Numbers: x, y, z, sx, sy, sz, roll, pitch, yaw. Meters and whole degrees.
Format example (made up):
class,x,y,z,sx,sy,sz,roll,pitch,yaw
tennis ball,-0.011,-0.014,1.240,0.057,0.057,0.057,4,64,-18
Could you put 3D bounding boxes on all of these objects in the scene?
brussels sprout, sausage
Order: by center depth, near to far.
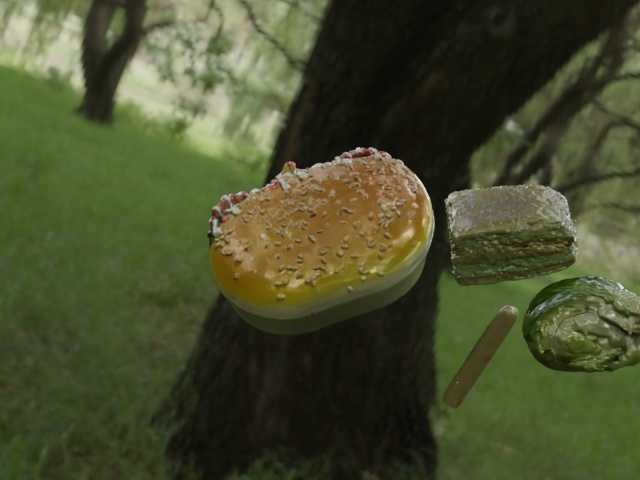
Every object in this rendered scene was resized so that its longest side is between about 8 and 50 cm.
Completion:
class,x,y,z,sx,sy,sz,roll,pitch,yaw
sausage,0.173,0.124,1.430,0.024,0.132,0.024,28,18,-10
brussels sprout,0.372,0.116,1.841,0.183,0.131,0.145,-5,2,13

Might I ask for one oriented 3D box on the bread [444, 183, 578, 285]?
class,x,y,z,sx,sy,sz,roll,pitch,yaw
bread,0.286,-0.014,1.990,0.196,0.102,0.138,-5,34,10

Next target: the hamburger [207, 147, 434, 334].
class,x,y,z,sx,sy,sz,roll,pitch,yaw
hamburger,0.000,0.000,1.717,0.295,0.151,0.227,-18,47,-7
